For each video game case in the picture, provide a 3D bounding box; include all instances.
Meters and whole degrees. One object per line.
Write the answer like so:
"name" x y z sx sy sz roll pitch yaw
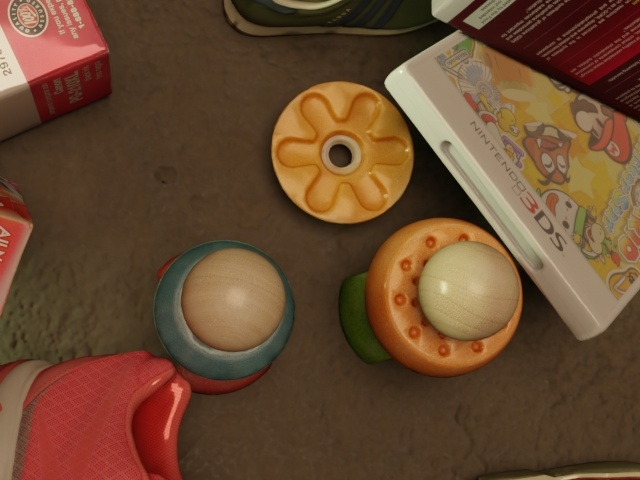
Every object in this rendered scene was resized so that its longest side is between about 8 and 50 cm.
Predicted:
"video game case" 0.171 -0.070 0.743 0.206 0.026 0.227 53 47 1

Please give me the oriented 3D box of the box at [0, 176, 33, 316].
"box" -0.274 0.095 0.577 0.154 0.142 0.300 19 95 -22

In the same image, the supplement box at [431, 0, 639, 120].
"supplement box" 0.206 -0.159 0.711 0.239 0.130 0.073 21 57 -26

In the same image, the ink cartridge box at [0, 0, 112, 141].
"ink cartridge box" -0.276 -0.134 0.683 0.237 0.100 0.172 -25 87 -13

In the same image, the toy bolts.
"toy bolts" 0.000 0.000 0.684 0.228 0.158 0.218 -17 85 -13

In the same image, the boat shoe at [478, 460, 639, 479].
"boat shoe" 0.175 0.178 0.747 0.137 0.049 0.043 -4 85 -9

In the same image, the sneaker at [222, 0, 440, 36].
"sneaker" 0.031 -0.184 0.756 0.192 0.086 0.064 -9 83 -12

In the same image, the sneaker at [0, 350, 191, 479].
"sneaker" -0.127 0.183 0.579 0.136 0.116 0.314 -16 49 11
